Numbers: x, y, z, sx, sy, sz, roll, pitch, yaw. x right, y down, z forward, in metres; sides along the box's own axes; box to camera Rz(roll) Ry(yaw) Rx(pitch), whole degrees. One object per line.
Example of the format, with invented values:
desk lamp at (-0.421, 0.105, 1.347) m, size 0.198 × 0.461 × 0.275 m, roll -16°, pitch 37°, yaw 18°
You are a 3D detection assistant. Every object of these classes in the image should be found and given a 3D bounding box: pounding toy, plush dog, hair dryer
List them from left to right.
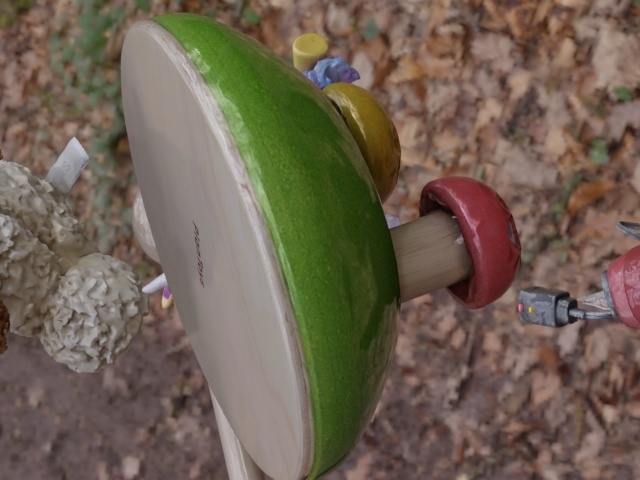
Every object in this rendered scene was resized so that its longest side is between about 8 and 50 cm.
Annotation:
plush dog at (-0.288, 0.022, 0.924) m, size 0.263 × 0.225 × 0.210 m, roll -7°, pitch 102°, yaw 25°
pounding toy at (0.000, 0.000, 0.519) m, size 0.237 × 0.110 × 0.182 m, roll 118°, pitch 131°, yaw -68°
hair dryer at (0.329, 0.005, 1.160) m, size 0.294 × 0.224 × 0.080 m, roll 2°, pitch 122°, yaw 58°

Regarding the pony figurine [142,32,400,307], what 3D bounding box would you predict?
pony figurine at (-0.062, -0.074, 1.588) m, size 0.302 × 0.351 × 0.363 m, roll 54°, pitch 150°, yaw 32°
